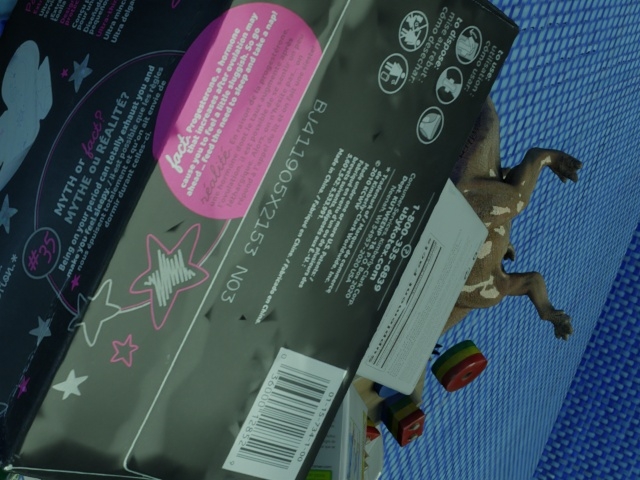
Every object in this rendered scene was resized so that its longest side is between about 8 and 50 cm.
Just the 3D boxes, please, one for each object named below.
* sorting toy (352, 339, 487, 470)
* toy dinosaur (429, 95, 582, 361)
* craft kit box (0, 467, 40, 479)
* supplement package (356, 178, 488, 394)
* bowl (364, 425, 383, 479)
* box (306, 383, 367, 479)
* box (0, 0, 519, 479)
[{"bbox_3d":[0.032,0.150,1.003,0.274,0.046,0.132,-29,154,-16],"label":"sorting toy"},{"bbox_3d":[0.124,-0.002,1.128,0.200,0.127,0.296,-4,104,-28],"label":"toy dinosaur"},{"bbox_3d":[-0.181,0.198,0.674,0.250,0.061,0.247,-54,160,-28],"label":"craft kit box"},{"bbox_3d":[0.000,0.000,0.766,0.134,0.139,0.244,-64,159,-4],"label":"supplement package"},{"bbox_3d":[0.018,0.234,1.218,0.142,0.053,0.142,-54,156,-30],"label":"bowl"},{"bbox_3d":[-0.030,0.150,0.825,0.203,0.114,0.103,66,27,-75],"label":"box"},{"bbox_3d":[-0.054,-0.027,0.531,0.163,0.142,0.247,25,91,-46],"label":"box"}]
